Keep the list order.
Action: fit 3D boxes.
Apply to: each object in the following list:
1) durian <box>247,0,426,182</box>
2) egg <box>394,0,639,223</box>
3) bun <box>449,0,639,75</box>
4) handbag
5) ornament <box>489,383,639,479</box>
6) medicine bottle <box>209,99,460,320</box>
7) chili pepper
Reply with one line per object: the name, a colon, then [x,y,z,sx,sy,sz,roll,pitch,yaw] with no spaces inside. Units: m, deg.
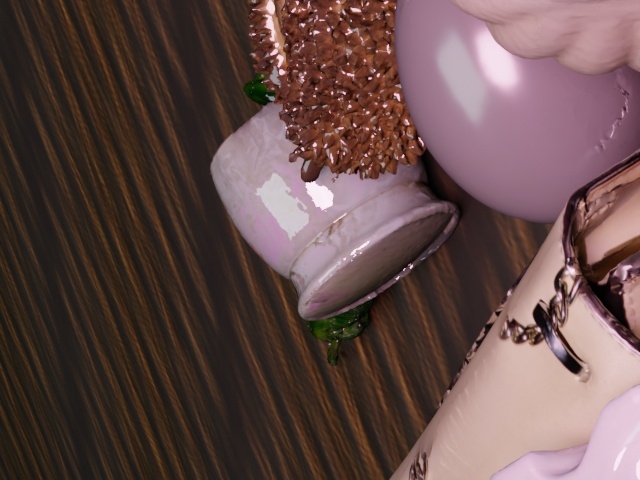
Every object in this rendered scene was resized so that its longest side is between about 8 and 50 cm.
durian: [0.020,-0.128,1.279,0.196,0.167,0.196,-164,90,-82]
egg: [0.122,-0.099,1.142,0.199,0.146,0.146,52,158,-21]
bun: [0.150,-0.172,0.888,0.175,0.263,0.263,-76,-14,-54]
handbag: [0.183,0.080,1.087,0.160,0.236,0.358,58,152,20]
ornament: [0.254,0.189,0.869,0.240,0.239,0.239,-39,44,39]
medicine bottle: [0.011,-0.031,1.408,0.143,0.147,0.147,56,152,15]
chili pepper: [0.000,0.000,1.547,0.122,0.065,0.279,36,139,59]
